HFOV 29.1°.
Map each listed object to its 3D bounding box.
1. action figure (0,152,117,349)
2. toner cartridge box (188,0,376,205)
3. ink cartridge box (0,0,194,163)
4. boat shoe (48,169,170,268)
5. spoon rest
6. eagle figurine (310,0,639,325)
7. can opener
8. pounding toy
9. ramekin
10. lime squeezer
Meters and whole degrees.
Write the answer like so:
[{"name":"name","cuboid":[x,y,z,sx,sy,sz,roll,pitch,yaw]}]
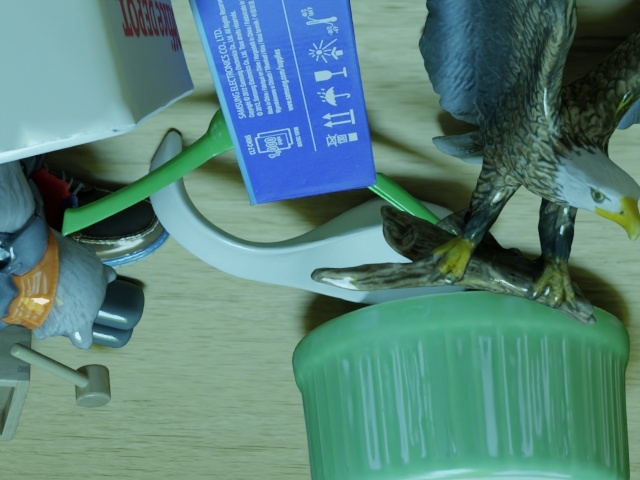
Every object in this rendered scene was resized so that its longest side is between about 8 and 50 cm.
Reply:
[{"name":"action figure","cuboid":[-0.313,0.022,0.870,0.330,0.178,0.341,13,127,-14]},{"name":"toner cartridge box","cuboid":[-0.034,-0.183,0.578,0.075,0.165,0.348,-10,145,2]},{"name":"ink cartridge box","cuboid":[-0.144,-0.178,0.413,0.131,0.306,0.226,-14,-170,1]},{"name":"boat shoe","cuboid":[-0.210,-0.019,0.966,0.183,0.066,0.066,0,146,8]},{"name":"spoon rest","cuboid":[0.000,0.000,0.953,0.276,0.084,0.137,16,146,-16]},{"name":"eagle figurine","cuboid":[0.152,-0.087,0.742,0.226,0.225,0.298,-19,133,-46]},{"name":"can opener","cuboid":[-0.297,0.051,1.076,0.280,0.093,0.074,12,146,-19]},{"name":"pounding toy","cuboid":[-0.303,0.109,1.168,0.206,0.094,0.181,6,144,-19]},{"name":"ramekin","cuboid":[0.128,0.167,1.091,0.303,0.148,0.303,-1,156,-1]},{"name":"lime squeezer","cuboid":[-0.017,-0.042,0.863,0.310,0.109,0.059,7,162,-15]}]
